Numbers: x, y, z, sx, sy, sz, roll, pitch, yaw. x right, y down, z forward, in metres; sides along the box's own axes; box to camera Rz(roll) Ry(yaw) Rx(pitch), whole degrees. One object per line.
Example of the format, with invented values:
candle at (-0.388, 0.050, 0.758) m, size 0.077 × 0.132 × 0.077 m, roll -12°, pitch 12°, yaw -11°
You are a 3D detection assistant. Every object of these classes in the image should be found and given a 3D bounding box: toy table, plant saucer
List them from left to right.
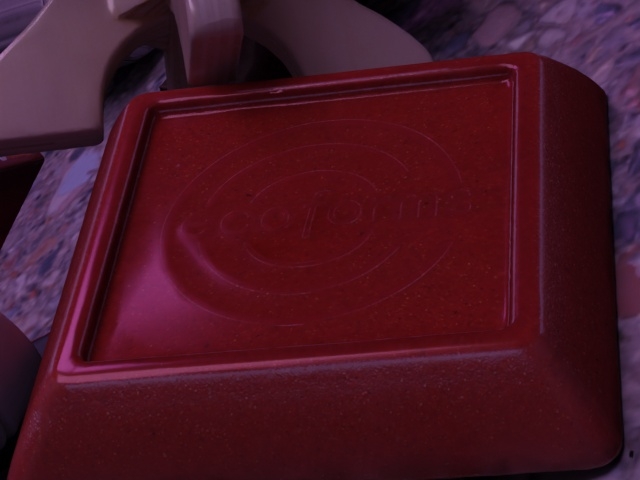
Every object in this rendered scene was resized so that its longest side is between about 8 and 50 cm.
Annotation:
toy table at (-0.077, -0.135, 0.985) m, size 0.274 × 0.252 × 0.161 m, roll -10°, pitch 74°, yaw 3°
plant saucer at (0.000, 0.000, 0.807) m, size 0.258 × 0.048 × 0.259 m, roll -5°, pitch 39°, yaw 11°

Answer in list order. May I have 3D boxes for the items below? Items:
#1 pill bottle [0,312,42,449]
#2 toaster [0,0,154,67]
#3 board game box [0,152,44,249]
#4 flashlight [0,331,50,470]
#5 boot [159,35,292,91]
pill bottle at (-0.261, 0.166, 0.790) m, size 0.188 × 0.188 × 0.334 m, roll -4°, pitch 52°, yaw 49°
toaster at (-0.198, -0.200, 1.314) m, size 0.146 × 0.129 × 0.227 m, roll -10°, pitch 78°, yaw 41°
board game box at (-0.271, 0.028, 0.929) m, size 0.281 × 0.027 × 0.145 m, roll -21°, pitch -33°, yaw -53°
flashlight at (-0.143, 0.074, 0.956) m, size 0.304 × 0.103 × 0.103 m, roll -27°, pitch 59°, yaw 20°
boot at (0.015, -0.163, 1.114) m, size 0.248 × 0.090 × 0.207 m, roll 8°, pitch 68°, yaw 53°
